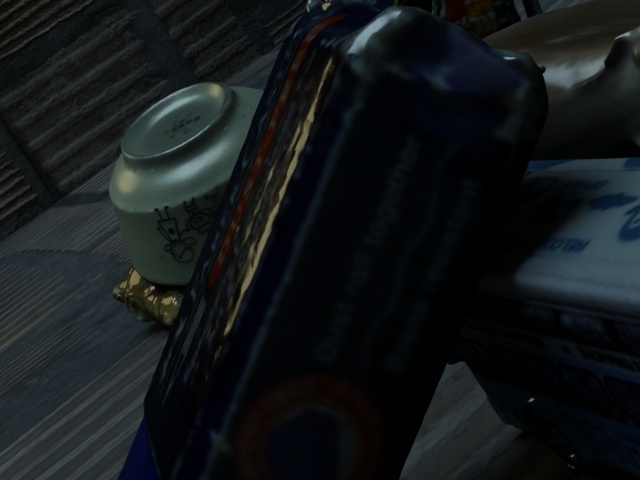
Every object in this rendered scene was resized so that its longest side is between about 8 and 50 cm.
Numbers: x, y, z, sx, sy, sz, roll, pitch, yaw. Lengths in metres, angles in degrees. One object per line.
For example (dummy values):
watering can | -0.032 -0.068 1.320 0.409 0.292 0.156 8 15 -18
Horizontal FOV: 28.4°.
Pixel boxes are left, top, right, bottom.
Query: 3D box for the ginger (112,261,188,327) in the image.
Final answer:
ginger | -0.148 0.050 1.312 0.096 0.067 0.165 -34 27 -22

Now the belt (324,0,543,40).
belt | 0.109 -0.158 1.042 0.160 0.295 0.207 -24 32 7

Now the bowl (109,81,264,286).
bowl | -0.119 -0.075 1.286 0.237 0.126 0.238 -21 33 15

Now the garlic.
garlic | 0.208 -0.083 0.732 0.279 0.132 0.325 -2 9 8

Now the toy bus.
toy bus | 0.147 0.037 0.534 0.106 0.131 0.297 -38 14 -13

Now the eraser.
eraser | -0.013 0.051 0.581 0.332 0.101 0.155 -67 16 5
